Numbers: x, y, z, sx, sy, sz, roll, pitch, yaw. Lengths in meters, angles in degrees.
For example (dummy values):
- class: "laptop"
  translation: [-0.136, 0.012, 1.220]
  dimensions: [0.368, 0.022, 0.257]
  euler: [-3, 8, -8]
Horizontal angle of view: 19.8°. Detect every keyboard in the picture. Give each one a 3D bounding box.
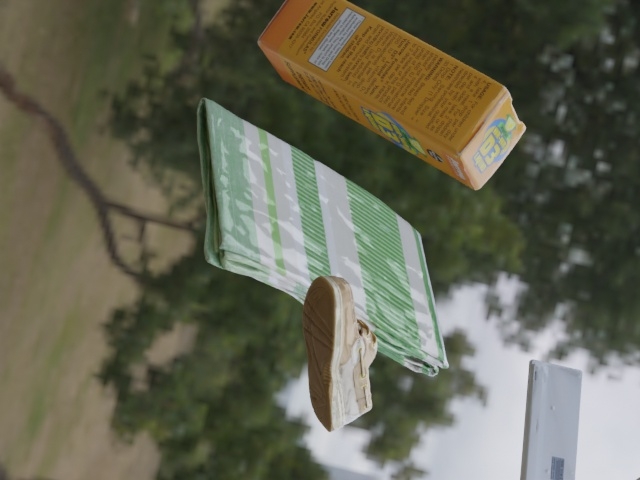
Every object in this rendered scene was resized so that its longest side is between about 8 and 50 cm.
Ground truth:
- class: "keyboard"
  translation: [0.270, 0.269, 2.167]
  dimensions: [0.014, 0.072, 0.256]
  euler: [-30, -131, 59]

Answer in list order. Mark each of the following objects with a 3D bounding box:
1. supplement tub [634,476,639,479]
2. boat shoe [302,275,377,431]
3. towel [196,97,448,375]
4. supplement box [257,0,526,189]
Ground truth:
- class: "supplement tub"
  translation: [0.338, 0.222, 1.109]
  dimensions: [0.228, 0.316, 0.228]
  euler: [-2, -92, 56]
- class: "boat shoe"
  translation: [0.022, 0.097, 1.675]
  dimensions: [0.063, 0.059, 0.170]
  euler: [50, -31, 44]
- class: "towel"
  translation: [0.000, 0.000, 2.015]
  dimensions: [0.038, 0.325, 0.248]
  euler: [-42, -144, 30]
- class: "supplement box"
  translation: [0.061, -0.137, 1.597]
  dimensions: [0.080, 0.233, 0.078]
  euler: [-55, 151, -10]
